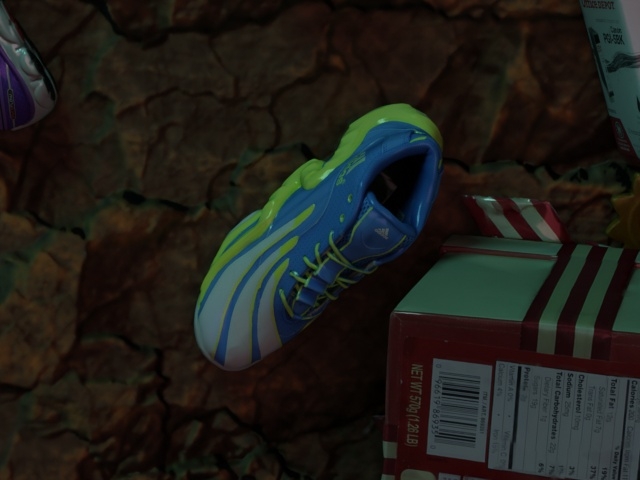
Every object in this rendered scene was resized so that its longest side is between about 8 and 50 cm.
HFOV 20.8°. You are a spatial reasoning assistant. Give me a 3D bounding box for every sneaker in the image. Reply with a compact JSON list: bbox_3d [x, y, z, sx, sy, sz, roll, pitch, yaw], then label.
[{"bbox_3d":[-0.249,-0.150,1.207,0.071,0.068,0.170,-28,103,1],"label":"sneaker"},{"bbox_3d":[0.000,0.000,1.241,0.091,0.126,0.240,39,90,-13],"label":"sneaker"}]

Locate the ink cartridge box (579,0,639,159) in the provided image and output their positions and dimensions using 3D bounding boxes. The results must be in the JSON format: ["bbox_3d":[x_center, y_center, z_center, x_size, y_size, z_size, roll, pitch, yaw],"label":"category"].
[{"bbox_3d":[0.241,-0.130,1.278,0.056,0.099,0.135,-18,100,-6],"label":"ink cartridge box"}]

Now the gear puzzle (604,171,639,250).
[{"bbox_3d":[0.383,-0.026,1.351,0.338,0.044,0.175,-8,110,-5],"label":"gear puzzle"}]

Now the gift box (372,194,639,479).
[{"bbox_3d":[0.158,0.118,1.216,0.276,0.258,0.255,11,104,14],"label":"gift box"}]
